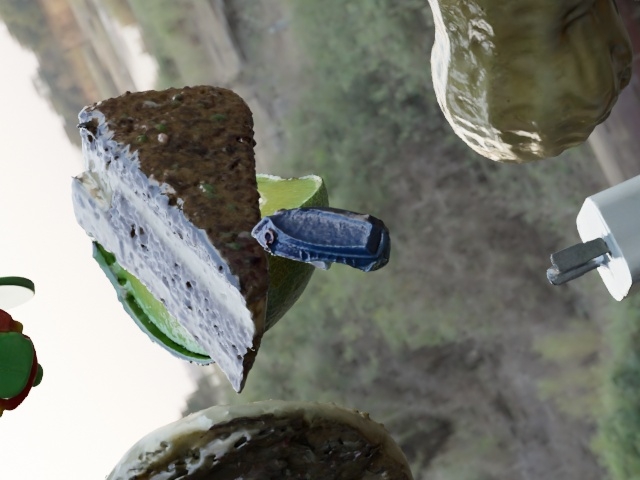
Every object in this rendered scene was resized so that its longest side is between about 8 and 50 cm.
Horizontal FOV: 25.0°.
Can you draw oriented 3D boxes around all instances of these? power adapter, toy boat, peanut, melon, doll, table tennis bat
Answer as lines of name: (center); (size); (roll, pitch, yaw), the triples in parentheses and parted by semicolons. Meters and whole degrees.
power adapter: (0.378, 0.001, 1.797); (0.130, 0.205, 0.125); (90, 156, -73)
toy boat: (0.000, 0.000, 0.823); (0.038, 0.083, 0.038); (9, -90, -77)
peanut: (0.141, -0.162, 0.974); (0.313, 0.149, 0.149); (77, 167, -54)
melon: (-0.075, 0.021, 1.320); (0.265, 0.169, 0.129); (6, 119, 54)
doll: (-0.449, 0.124, 1.608); (0.363, 0.183, 0.160); (13, 90, 52)
table tennis bat: (-0.461, 0.068, 1.913); (0.257, 0.160, 0.039); (121, 135, -74)

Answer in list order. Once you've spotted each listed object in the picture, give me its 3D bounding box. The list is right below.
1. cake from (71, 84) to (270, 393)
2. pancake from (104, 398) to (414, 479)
cake: (-0.070, -0.015, 1.058); (0.246, 0.135, 0.112); (41, 139, 37)
pancake: (-0.081, 0.303, 1.569); (0.071, 0.382, 0.382); (-114, 4, -46)
